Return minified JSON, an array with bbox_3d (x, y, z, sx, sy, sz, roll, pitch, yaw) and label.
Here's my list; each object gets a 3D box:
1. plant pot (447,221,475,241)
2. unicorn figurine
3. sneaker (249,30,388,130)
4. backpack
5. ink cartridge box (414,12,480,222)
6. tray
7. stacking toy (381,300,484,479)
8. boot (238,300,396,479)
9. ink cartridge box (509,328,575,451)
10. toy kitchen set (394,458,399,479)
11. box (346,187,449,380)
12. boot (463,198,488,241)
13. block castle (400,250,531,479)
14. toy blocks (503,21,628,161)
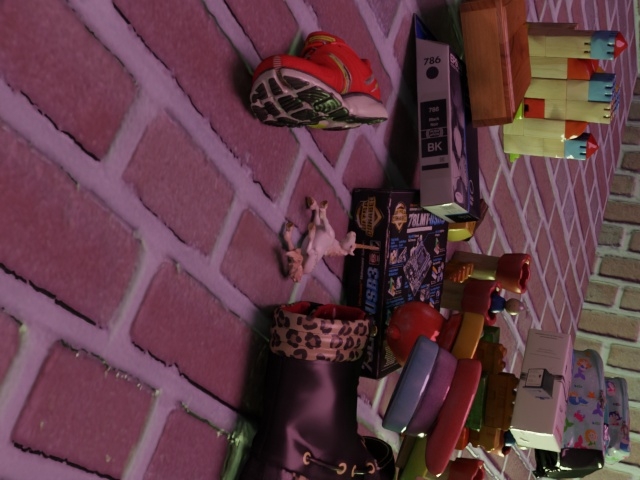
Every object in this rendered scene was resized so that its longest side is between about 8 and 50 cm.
[{"bbox_3d":[0.249,-0.043,1.540,0.081,0.083,0.081,39,63,-59],"label":"plant pot"},{"bbox_3d":[0.000,0.000,1.119,0.162,0.060,0.111,-37,133,-32],"label":"unicorn figurine"},{"bbox_3d":[-0.008,-0.205,1.015,0.279,0.107,0.118,-4,84,-65],"label":"sneaker"},{"bbox_3d":[0.523,0.346,1.660,0.225,0.191,0.254,80,7,-66],"label":"backpack"},{"bbox_3d":[0.216,-0.205,1.368,0.165,0.065,0.333,16,70,-62],"label":"ink cartridge box"},{"bbox_3d":[0.334,-0.354,1.500,0.411,0.076,0.203,-47,130,-62],"label":"tray"},{"bbox_3d":[0.120,0.233,1.146,0.309,0.130,0.280,-43,155,-75],"label":"stacking toy"},{"bbox_3d":[0.020,0.235,1.148,0.377,0.138,0.284,8,92,-57],"label":"boot"},{"bbox_3d":[0.414,0.279,1.504,0.139,0.082,0.191,53,48,-57],"label":"ink cartridge box"},{"bbox_3d":[0.108,0.439,1.493,0.083,0.075,0.068,-34,179,-13],"label":"toy kitchen set"},{"bbox_3d":[0.134,0.059,1.362,0.295,0.073,0.293,-8,102,-63],"label":"box"},{"bbox_3d":[0.336,-0.067,1.746,0.114,0.037,0.106,-45,150,-43],"label":"boot"},{"bbox_3d":[0.319,0.262,1.633,0.303,0.212,0.453,-23,119,-58],"label":"block castle"},{"bbox_3d":[0.552,-0.335,1.832,0.191,0.261,0.381,-47,138,-47],"label":"toy blocks"}]
